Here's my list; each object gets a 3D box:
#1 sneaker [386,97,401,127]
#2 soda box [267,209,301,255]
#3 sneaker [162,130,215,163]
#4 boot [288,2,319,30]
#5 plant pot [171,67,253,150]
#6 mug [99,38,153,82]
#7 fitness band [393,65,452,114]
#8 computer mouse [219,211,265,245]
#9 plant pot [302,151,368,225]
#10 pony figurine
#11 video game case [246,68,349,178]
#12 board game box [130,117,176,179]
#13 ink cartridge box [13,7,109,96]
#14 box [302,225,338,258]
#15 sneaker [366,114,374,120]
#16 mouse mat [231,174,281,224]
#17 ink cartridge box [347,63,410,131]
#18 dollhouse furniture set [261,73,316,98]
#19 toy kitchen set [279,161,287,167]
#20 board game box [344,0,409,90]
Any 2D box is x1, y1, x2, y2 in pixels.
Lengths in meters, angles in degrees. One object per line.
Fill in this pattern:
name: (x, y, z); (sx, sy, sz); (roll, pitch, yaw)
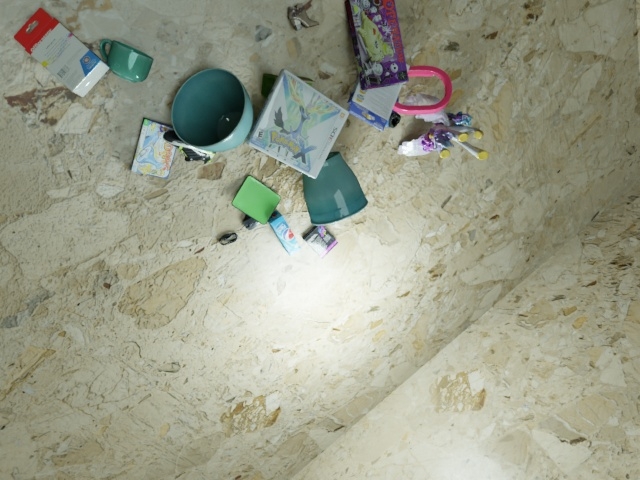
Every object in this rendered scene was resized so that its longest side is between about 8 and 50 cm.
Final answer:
sneaker: (0.336, -0.584, 2.018); (0.058, 0.084, 0.152); (6, 112, -30)
soda box: (-0.168, -0.033, 2.047); (0.067, 0.071, 0.210); (-35, 126, -8)
sneaker: (-0.492, -0.336, 1.680); (0.235, 0.084, 0.097); (8, 125, -52)
boot: (-0.064, -0.851, 1.694); (0.119, 0.042, 0.086); (-25, 117, -23)
plant pot: (-0.362, -0.445, 1.631); (0.290, 0.290, 0.195); (-51, 161, 4)
mug: (-0.641, -0.589, 1.479); (0.130, 0.158, 0.097); (1, 120, -56)
fitness band: (0.425, -0.654, 1.952); (0.291, 0.054, 0.208); (-1, 83, 3)
computer mouse: (-0.339, -0.053, 1.964); (0.242, 0.041, 0.071); (-39, 127, -4)
plant pot: (0.039, -0.238, 1.946); (0.272, 0.272, 0.255); (-27, 111, -14)
pony figurine: (0.561, -0.497, 2.065); (0.351, 0.363, 0.302); (0, 123, -11)
video game case: (-0.079, -0.433, 1.705); (0.329, 0.036, 0.299); (23, 98, -36)
board game box: (-0.614, -0.340, 1.669); (0.136, 0.035, 0.201); (10, 109, -32)
ink cartridge box: (-0.799, -0.580, 1.384); (0.231, 0.078, 0.134); (43, 91, -6)
box: (0.000, 0.000, 2.181); (0.116, 0.029, 0.162); (-44, 128, -2)
sneaker: (0.235, -0.603, 1.947); (0.088, 0.093, 0.225); (-35, 122, -8)
mouse mat: (-0.274, -0.172, 1.929); (0.190, 0.007, 0.152); (34, 83, -31)
ink cartridge box: (0.235, -0.632, 1.870); (0.186, 0.065, 0.310); (23, 84, -20)
dollhouse furniture set: (-0.128, -0.493, 1.776); (0.198, 0.151, 0.301); (-3, 117, -27)
toy kitchen set: (-0.145, -0.335, 1.897); (0.083, 0.075, 0.068); (14, 109, -28)
board game box: (0.230, -0.797, 1.799); (0.208, 0.056, 0.346); (-17, 100, -24)
